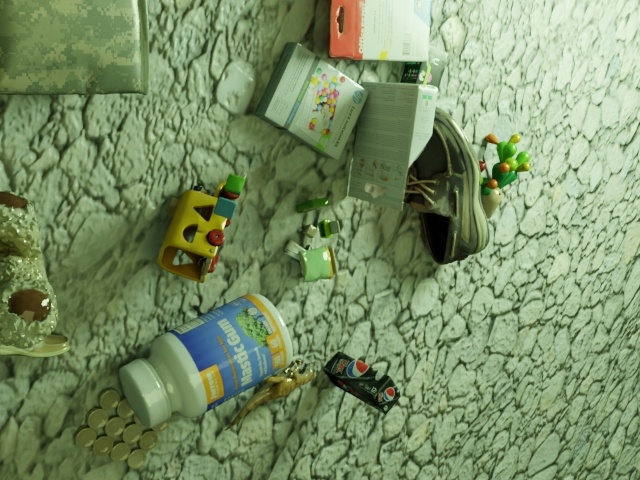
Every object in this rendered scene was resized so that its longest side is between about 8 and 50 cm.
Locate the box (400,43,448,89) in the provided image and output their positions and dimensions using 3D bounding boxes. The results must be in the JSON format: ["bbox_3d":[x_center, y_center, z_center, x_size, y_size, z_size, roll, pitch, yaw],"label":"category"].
[{"bbox_3d":[0.205,-0.340,1.610,0.062,0.052,0.083,14,92,-37],"label":"box"}]

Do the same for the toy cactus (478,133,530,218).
[{"bbox_3d":[0.370,-0.133,1.757,0.219,0.112,0.181,-35,146,-49],"label":"toy cactus"}]

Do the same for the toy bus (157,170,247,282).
[{"bbox_3d":[-0.202,-0.035,1.357,0.104,0.202,0.191,19,98,-7],"label":"toy bus"}]

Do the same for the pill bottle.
[{"bbox_3d":[-0.196,0.209,1.395,0.272,0.152,0.152,-25,115,-29],"label":"pill bottle"}]

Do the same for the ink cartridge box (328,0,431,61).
[{"bbox_3d":[0.093,-0.399,1.499,0.230,0.078,0.134,-6,104,-34],"label":"ink cartridge box"}]

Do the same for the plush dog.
[{"bbox_3d":[-0.497,0.083,1.140,0.225,0.263,0.211,-11,147,-22],"label":"plush dog"}]

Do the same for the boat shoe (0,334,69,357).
[{"bbox_3d":[-0.453,0.152,1.261,0.135,0.050,0.045,5,104,-36],"label":"boat shoe"}]

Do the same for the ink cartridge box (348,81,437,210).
[{"bbox_3d":[0.131,-0.179,1.517,0.056,0.181,0.225,-1,102,-32],"label":"ink cartridge box"}]

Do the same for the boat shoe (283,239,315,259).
[{"bbox_3d":[-0.024,0.026,1.549,0.100,0.035,0.035,25,89,-30],"label":"boat shoe"}]

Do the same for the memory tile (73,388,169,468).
[{"bbox_3d":[-0.342,0.326,1.407,0.148,0.012,0.113,36,80,-36],"label":"memory tile"}]

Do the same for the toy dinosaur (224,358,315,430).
[{"bbox_3d":[-0.089,0.278,1.545,0.211,0.064,0.112,-23,115,-29],"label":"toy dinosaur"}]

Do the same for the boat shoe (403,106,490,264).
[{"bbox_3d":[0.245,-0.100,1.649,0.130,0.132,0.356,-35,118,-24],"label":"boat shoe"}]

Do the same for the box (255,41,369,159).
[{"bbox_3d":[-0.013,-0.251,1.486,0.186,0.038,0.145,28,85,-38],"label":"box"}]

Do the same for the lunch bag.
[{"bbox_3d":[-0.372,-0.350,1.124,0.235,0.169,0.287,-8,110,-34],"label":"lunch bag"}]

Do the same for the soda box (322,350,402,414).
[{"bbox_3d":[0.080,0.276,1.598,0.053,0.168,0.060,-45,123,-19],"label":"soda box"}]

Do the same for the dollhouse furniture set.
[{"bbox_3d":[0.000,0.000,1.514,0.076,0.058,0.152,-9,88,-38],"label":"dollhouse furniture set"}]
